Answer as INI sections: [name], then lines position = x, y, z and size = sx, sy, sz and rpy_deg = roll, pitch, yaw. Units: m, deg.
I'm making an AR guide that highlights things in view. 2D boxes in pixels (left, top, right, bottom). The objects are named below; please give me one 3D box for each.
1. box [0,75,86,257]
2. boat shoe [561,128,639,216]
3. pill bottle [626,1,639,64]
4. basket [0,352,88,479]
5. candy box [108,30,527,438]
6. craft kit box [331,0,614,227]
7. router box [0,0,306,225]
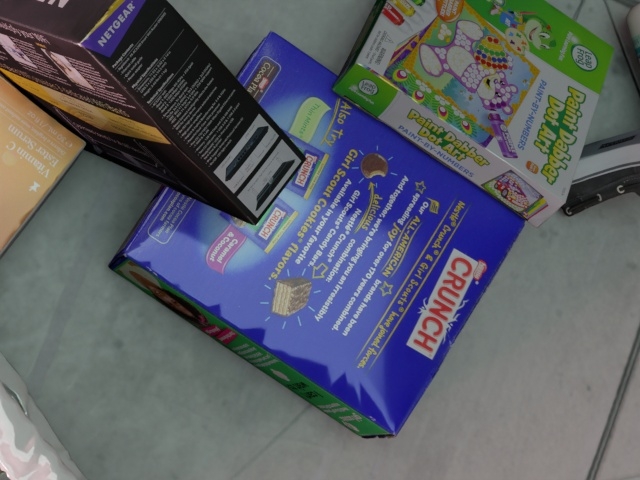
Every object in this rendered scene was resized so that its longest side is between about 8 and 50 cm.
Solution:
[box]
position = -0.325, -0.059, 1.451
size = 0.130, 0.091, 0.170
rpy_deg = 37, 78, -8
[boat shoe]
position = 0.333, -0.070, 1.560
size = 0.080, 0.228, 0.076
rpy_deg = -40, 110, -52
[pill bottle]
position = 0.426, -0.140, 1.610
size = 0.146, 0.146, 0.264
rpy_deg = -17, 90, -14
[basket]
position = -0.354, 0.210, 1.301
size = 0.266, 0.331, 0.328
rpy_deg = -36, 95, -12
[candy box]
position = 0.000, 0.000, 1.509
size = 0.317, 0.122, 0.268
rpy_deg = 35, 77, -7
[craft kit box]
position = 0.160, -0.172, 1.538
size = 0.246, 0.061, 0.250
rpy_deg = 34, 48, -12
[router box]
position = -0.188, -0.148, 1.341
size = 0.081, 0.308, 0.243
rpy_deg = -53, 131, -12
